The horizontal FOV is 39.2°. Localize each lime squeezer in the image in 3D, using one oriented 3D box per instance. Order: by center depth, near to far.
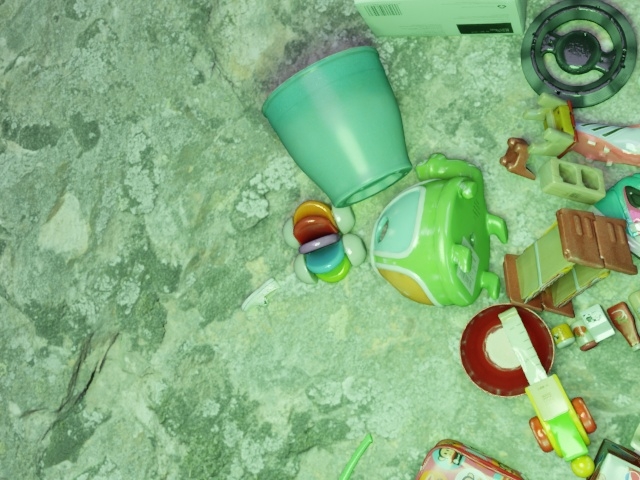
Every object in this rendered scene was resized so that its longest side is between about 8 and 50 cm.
[{"bbox_3d":[-0.018,0.516,1.876,0.310,0.059,0.110,-26,77,13],"label":"lime squeezer"}]

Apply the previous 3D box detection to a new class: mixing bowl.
[{"bbox_3d":[0.367,0.212,1.772,0.181,0.098,0.182,0,88,13],"label":"mixing bowl"}]

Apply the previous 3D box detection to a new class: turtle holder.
[{"bbox_3d":[0.224,-0.027,1.779,0.227,0.243,0.321,-5,86,31],"label":"turtle holder"}]

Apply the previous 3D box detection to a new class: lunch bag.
[{"bbox_3d":[0.285,0.563,1.753,0.258,0.120,0.293,24,92,14],"label":"lunch bag"}]

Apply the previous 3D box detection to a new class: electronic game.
[{"bbox_3d":[0.524,-0.382,1.831,0.229,0.048,0.230,-2,83,15],"label":"electronic game"}]

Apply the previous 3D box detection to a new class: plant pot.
[{"bbox_3d":[0.056,-0.217,1.846,0.271,0.271,0.255,-29,82,11],"label":"plant pot"}]

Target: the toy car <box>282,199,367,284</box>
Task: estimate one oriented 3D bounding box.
[{"bbox_3d":[0.000,0.000,1.893,0.159,0.136,0.182,-21,78,13],"label":"toy car"}]

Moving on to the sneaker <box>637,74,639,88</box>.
[{"bbox_3d":[0.701,-0.238,1.691,0.129,0.111,0.297,-52,44,10],"label":"sneaker"}]

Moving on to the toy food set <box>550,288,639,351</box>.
[{"bbox_3d":[0.566,0.171,1.709,0.232,0.111,0.105,-30,68,18],"label":"toy food set"}]

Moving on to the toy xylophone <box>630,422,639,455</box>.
[{"bbox_3d":[0.731,0.297,1.666,0.236,0.081,0.323,24,91,18],"label":"toy xylophone"}]

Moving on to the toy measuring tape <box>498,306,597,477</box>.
[{"bbox_3d":[0.422,0.285,1.673,0.121,0.121,0.330,-28,63,12],"label":"toy measuring tape"}]

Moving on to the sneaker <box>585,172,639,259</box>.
[{"bbox_3d":[0.674,-0.028,1.709,0.295,0.123,0.178,41,105,18],"label":"sneaker"}]

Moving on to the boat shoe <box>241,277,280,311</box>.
[{"bbox_3d":[-0.129,0.127,1.970,0.100,0.035,0.035,-41,71,1],"label":"boat shoe"}]

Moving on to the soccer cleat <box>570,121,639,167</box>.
[{"bbox_3d":[0.598,-0.197,1.778,0.247,0.083,0.095,19,69,19],"label":"soccer cleat"}]

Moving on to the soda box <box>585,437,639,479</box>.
[{"bbox_3d":[0.533,0.425,1.613,0.083,0.263,0.092,24,91,18],"label":"soda box"}]

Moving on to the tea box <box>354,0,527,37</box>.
[{"bbox_3d":[0.259,-0.607,1.849,0.328,0.220,0.324,2,83,17],"label":"tea box"}]

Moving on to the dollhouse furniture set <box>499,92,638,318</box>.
[{"bbox_3d":[0.459,-0.067,1.736,0.152,0.201,0.374,11,59,-20],"label":"dollhouse furniture set"}]
